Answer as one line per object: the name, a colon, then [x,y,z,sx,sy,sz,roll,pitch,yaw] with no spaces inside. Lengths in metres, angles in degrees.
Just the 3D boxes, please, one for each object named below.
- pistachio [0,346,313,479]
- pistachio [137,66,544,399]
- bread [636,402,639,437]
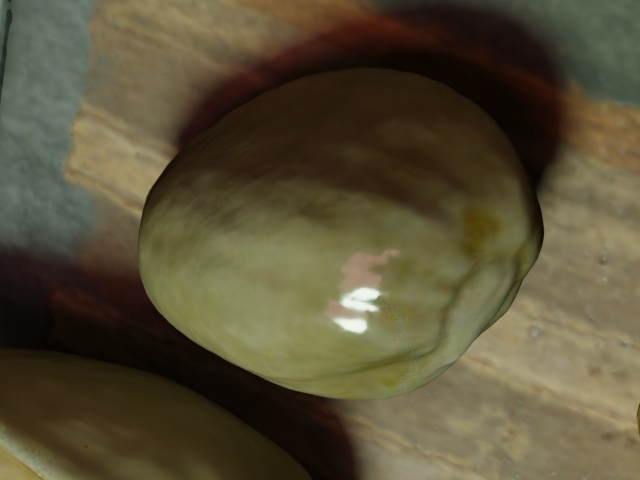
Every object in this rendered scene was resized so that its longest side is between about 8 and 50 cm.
pistachio: [-0.091,0.120,0.826,0.215,0.144,0.144,28,129,19]
pistachio: [0.000,0.000,0.721,0.185,0.108,0.126,-10,92,38]
bread: [0.163,0.058,0.710,0.085,0.053,0.085,7,111,19]
